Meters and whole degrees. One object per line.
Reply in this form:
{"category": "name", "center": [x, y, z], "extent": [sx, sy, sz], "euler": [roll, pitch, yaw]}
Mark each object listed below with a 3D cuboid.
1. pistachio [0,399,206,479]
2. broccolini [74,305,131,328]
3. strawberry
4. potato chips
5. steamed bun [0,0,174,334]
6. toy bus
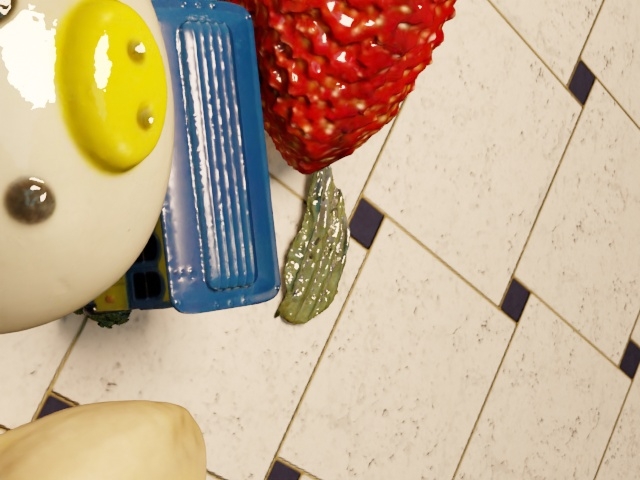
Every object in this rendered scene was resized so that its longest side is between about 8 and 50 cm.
{"category": "pistachio", "center": [-0.236, 0.266, 1.168], "extent": [0.318, 0.193, 0.214], "euler": [-37, 86, -35]}
{"category": "broccolini", "center": [-0.281, 0.037, 1.203], "extent": [0.239, 0.051, 0.054], "euler": [22, 126, -42]}
{"category": "strawberry", "center": [0.030, -0.254, 1.317], "extent": [0.292, 0.292, 0.343], "euler": [-36, 141, -34]}
{"category": "potato chips", "center": [-0.001, 0.000, 1.471], "extent": [0.092, 0.028, 0.207], "euler": [14, 89, -45]}
{"category": "steamed bun", "center": [-0.280, -0.109, 0.995], "extent": [0.334, 0.334, 0.374], "euler": [-19, 104, -40]}
{"category": "toy bus", "center": [-0.149, -0.075, 1.199], "extent": [0.138, 0.175, 0.287], "euler": [-7, 91, -46]}
